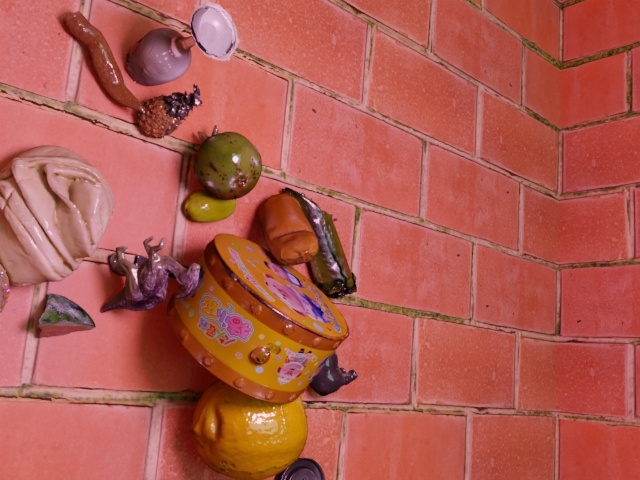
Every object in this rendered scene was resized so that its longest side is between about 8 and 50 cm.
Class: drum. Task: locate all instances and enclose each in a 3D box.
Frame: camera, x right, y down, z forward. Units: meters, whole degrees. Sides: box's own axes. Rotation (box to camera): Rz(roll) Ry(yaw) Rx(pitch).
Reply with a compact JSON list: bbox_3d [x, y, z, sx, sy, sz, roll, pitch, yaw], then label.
[{"bbox_3d":[-0.152,0.186,1.692,0.431,0.431,0.214,28,103,-37],"label":"drum"}]

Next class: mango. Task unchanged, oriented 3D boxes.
[{"bbox_3d":[-0.291,-0.096,1.847,0.165,0.074,0.091,-16,95,-42],"label":"mango"}]

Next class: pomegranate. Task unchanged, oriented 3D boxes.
[{"bbox_3d":[-0.257,-0.212,1.804,0.182,0.224,0.181,-20,131,-24],"label":"pomegranate"}]

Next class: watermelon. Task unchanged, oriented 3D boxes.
[{"bbox_3d":[-0.585,0.174,1.564,0.155,0.080,0.101,8,44,-40],"label":"watermelon"}]

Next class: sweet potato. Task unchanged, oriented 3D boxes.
[{"bbox_3d":[-0.526,-0.427,1.676,0.281,0.067,0.059,62,7,-19],"label":"sweet potato"}]

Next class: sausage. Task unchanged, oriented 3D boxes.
[{"bbox_3d":[-0.088,-0.019,1.861,0.134,0.354,0.116,-7,118,-9],"label":"sausage"}]

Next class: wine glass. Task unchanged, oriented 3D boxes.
[{"bbox_3d":[-0.349,-0.467,1.673,0.143,0.321,0.143,10,76,-47],"label":"wine glass"}]

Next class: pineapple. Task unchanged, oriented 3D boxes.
[{"bbox_3d":[-0.371,-0.328,1.719,0.108,0.198,0.108,30,52,-47],"label":"pineapple"}]

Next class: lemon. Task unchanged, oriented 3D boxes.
[{"bbox_3d":[-0.179,0.469,1.743,0.297,0.297,0.297,6,81,-42],"label":"lemon"}]

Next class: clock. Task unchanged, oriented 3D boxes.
[{"bbox_3d":[-0.063,0.723,1.981,0.185,0.040,0.184,7,79,-42],"label":"clock"}]

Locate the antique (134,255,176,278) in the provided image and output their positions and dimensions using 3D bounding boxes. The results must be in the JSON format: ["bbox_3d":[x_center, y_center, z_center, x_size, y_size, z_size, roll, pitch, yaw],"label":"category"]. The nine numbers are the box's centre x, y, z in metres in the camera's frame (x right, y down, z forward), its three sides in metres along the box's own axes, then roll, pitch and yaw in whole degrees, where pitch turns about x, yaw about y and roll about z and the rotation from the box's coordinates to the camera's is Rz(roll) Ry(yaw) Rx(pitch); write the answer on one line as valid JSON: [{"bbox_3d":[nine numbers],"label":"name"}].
[{"bbox_3d":[-0.395,0.077,1.769,0.192,0.015,0.031,22,69,-40],"label":"antique"}]

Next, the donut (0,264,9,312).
[{"bbox_3d":[-0.720,0.091,1.390,0.175,0.068,0.174,-3,112,-8],"label":"donut"}]

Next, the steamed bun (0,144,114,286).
[{"bbox_3d":[-0.585,-0.057,1.480,0.289,0.203,0.276,-45,115,-36],"label":"steamed bun"}]

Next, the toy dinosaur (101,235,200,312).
[{"bbox_3d":[-0.410,0.081,1.590,0.077,0.294,0.162,-15,86,-56],"label":"toy dinosaur"}]

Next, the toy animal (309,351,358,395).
[{"bbox_3d":[-0.022,0.298,2.031,0.168,0.106,0.343,-38,104,-31],"label":"toy animal"}]

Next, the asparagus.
[{"bbox_3d":[0.000,0.000,2.079,0.108,0.129,0.381,-94,164,-79],"label":"asparagus"}]
